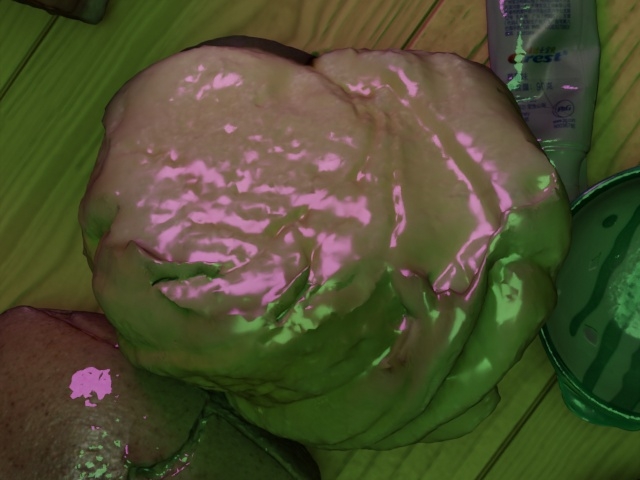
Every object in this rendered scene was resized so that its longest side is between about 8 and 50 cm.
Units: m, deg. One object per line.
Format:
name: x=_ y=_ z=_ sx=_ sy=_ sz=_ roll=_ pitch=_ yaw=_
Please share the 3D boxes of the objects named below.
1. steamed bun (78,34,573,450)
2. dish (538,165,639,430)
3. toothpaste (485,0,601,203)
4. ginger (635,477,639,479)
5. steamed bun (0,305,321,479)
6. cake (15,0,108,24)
steamed bun: x=0.003 y=0.004 z=1.274 sx=0.372 sy=0.230 sz=0.325 roll=-1 pitch=54 yaw=11
dish: x=0.273 y=0.044 z=1.309 sx=0.246 sy=0.078 sz=0.224 roll=25 pitch=97 yaw=3
toothpaste: x=0.173 y=-0.153 z=1.338 sx=0.096 sy=0.061 sz=0.266 roll=-3 pitch=84 yaw=9
ginger: x=0.308 y=0.230 z=1.293 sx=0.354 sy=0.126 sz=0.190 roll=-32 pitch=84 yaw=4
steamed bun: x=-0.167 y=0.195 z=1.316 sx=0.301 sy=0.199 sz=0.251 roll=27 pitch=95 yaw=7
cake: x=-0.291 y=-0.316 z=1.305 sx=0.309 sy=0.237 sz=0.230 roll=19 pitch=91 yaw=9
